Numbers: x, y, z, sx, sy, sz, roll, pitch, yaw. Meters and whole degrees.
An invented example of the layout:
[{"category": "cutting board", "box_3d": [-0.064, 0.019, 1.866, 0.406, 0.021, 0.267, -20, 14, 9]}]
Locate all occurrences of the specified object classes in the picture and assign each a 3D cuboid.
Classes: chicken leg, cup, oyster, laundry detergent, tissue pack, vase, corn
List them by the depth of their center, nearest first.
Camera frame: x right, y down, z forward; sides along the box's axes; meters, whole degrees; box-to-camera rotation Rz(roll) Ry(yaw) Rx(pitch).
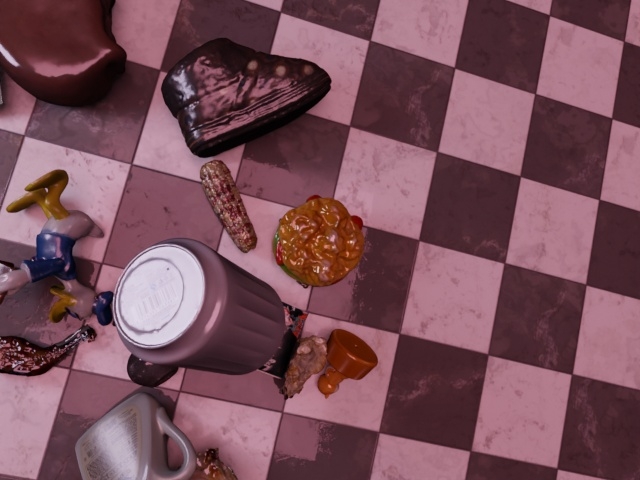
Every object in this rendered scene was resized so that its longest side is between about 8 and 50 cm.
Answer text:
[{"category": "cup", "box_3d": [-0.273, 0.133, 1.075, 0.323, 0.327, 0.236, 18, 79, 24]}, {"category": "laundry detergent", "box_3d": [-0.371, 0.479, 1.078, 0.215, 0.105, 0.280, -39, 55, -16]}, {"category": "oyster", "box_3d": [-0.307, 0.612, 1.105, 0.337, 0.198, 0.133, -36, 125, -6]}, {"category": "chicken leg", "box_3d": [-0.635, 0.248, 1.153, 0.254, 0.051, 0.105, -6, 80, -14]}, {"category": "vase", "box_3d": [-0.400, 0.239, 1.169, 0.120, 0.120, 0.183, -36, 76, -12]}, {"category": "oyster", "box_3d": [-0.038, 0.289, 1.181, 0.081, 0.191, 0.163, 22, 68, 18]}, {"category": "tissue pack", "box_3d": [-0.107, 0.231, 1.227, 0.103, 0.090, 0.170, 23, 81, -10]}, {"category": "corn", "box_3d": [-0.218, -0.082, 1.252, 0.080, 0.079, 0.237, -28, 91, -12]}]

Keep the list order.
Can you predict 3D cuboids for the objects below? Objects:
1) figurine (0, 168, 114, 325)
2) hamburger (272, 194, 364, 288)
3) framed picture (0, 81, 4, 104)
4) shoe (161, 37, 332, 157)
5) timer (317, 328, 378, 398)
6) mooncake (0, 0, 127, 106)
[{"category": "figurine", "box_3d": [-0.576, 0.062, 1.117, 0.283, 0.205, 0.338, -45, 107, -37]}, {"category": "hamburger", "box_3d": [0.000, 0.000, 1.244, 0.237, 0.149, 0.236, 1, 83, -9]}, {"category": "framed picture", "box_3d": [-0.787, -0.380, 1.181, 0.142, 0.011, 0.183, -12, 85, 18]}, {"category": "shoe", "box_3d": [-0.180, -0.374, 1.240, 0.384, 0.171, 0.237, -26, 93, -4]}, {"category": "timer", "box_3d": [0.044, 0.312, 1.246, 0.132, 0.132, 0.152, 32, 103, -5]}, {"category": "mooncake", "box_3d": [-0.586, -0.491, 1.178, 0.334, 0.174, 0.326, -43, 94, -14]}]
